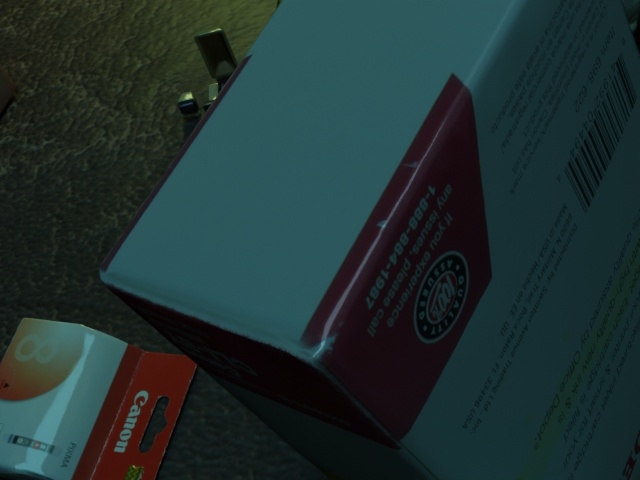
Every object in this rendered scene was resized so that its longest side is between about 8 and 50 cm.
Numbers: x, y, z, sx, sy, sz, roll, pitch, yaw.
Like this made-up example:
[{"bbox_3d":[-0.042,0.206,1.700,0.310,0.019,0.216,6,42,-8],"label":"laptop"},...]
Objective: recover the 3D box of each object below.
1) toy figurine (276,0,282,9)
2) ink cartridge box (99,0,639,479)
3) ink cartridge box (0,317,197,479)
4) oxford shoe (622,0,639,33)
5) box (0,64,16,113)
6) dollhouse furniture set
[{"bbox_3d":[0.094,-0.379,1.052,0.362,0.217,0.191,-12,51,9],"label":"toy figurine"},{"bbox_3d":[0.095,0.030,0.606,0.160,0.385,0.279,12,63,40],"label":"ink cartridge box"},{"bbox_3d":[-0.214,0.146,0.864,0.179,0.045,0.145,2,55,23],"label":"ink cartridge box"},{"bbox_3d":[0.244,-0.226,0.944,0.449,0.130,0.169,-37,14,-14],"label":"oxford shoe"},{"bbox_3d":[-0.479,-0.204,1.099,0.126,0.232,0.149,7,57,24],"label":"box"},{"bbox_3d":[-0.119,-0.157,1.022,0.090,0.114,0.081,-11,55,7],"label":"dollhouse furniture set"}]
